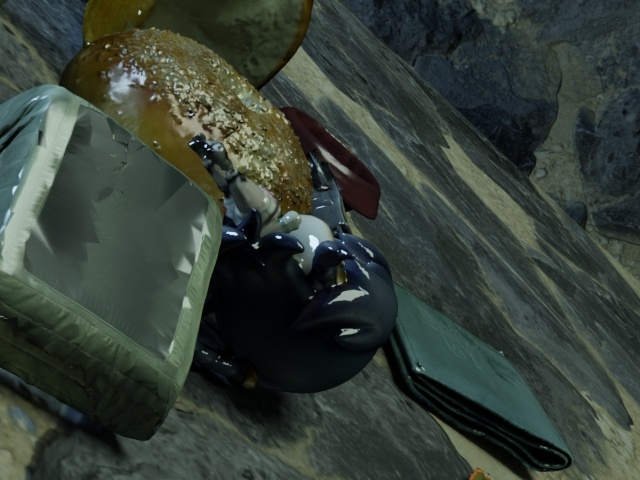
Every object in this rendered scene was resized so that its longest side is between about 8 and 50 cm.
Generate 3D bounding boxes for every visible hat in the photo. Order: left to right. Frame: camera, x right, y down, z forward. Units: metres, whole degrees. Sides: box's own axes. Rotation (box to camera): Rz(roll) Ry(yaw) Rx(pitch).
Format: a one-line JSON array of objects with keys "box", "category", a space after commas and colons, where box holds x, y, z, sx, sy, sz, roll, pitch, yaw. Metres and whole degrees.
[{"box": [-0.004, -0.094, 1.831, 0.205, 0.089, 0.205, 42, 12, -11], "category": "hat"}]

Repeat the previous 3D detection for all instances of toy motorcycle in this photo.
[{"box": [0.000, 0.000, 1.566, 0.263, 0.091, 0.157, -109, 175, -55], "category": "toy motorcycle"}]

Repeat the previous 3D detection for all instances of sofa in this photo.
[{"box": [-0.209, 0.025, 1.035, 0.210, 0.176, 0.225, 36, 48, -34], "category": "sofa"}]

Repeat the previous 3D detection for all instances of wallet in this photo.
[{"box": [0.182, 0.168, 1.749, 0.290, 0.054, 0.251, 33, 16, -27], "category": "wallet"}]

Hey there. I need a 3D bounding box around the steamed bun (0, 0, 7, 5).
[{"box": [-0.382, -0.375, 1.273, 0.312, 0.233, 0.334, 43, 17, -10], "category": "steamed bun"}]

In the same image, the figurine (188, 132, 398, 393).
[{"box": [-0.048, 0.032, 1.225, 0.265, 0.197, 0.175, 28, 25, -24], "category": "figurine"}]

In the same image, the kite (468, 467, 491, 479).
[{"box": [0.251, 0.388, 1.462, 0.377, 0.013, 0.327, 39, 18, -34], "category": "kite"}]

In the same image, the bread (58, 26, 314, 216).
[{"box": [-0.128, -0.102, 1.395, 0.305, 0.159, 0.305, 41, 12, -11], "category": "bread"}]

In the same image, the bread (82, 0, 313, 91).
[{"box": [-0.146, -0.281, 1.622, 0.225, 0.250, 0.279, 34, 18, -29], "category": "bread"}]
